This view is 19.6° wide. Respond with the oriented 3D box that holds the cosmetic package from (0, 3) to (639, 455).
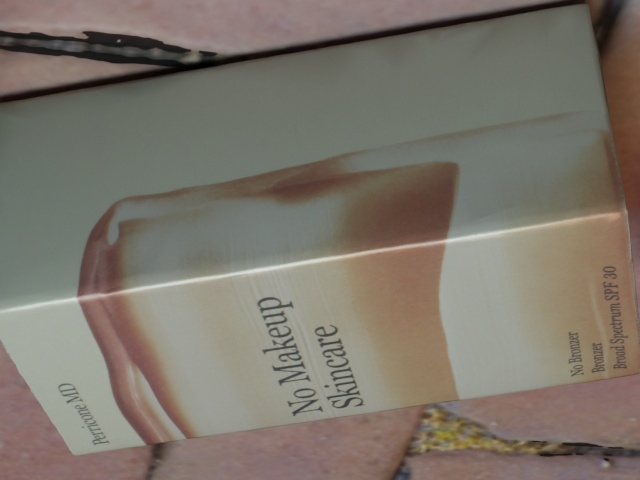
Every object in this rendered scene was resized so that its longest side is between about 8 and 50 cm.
[{"bbox_3d":[0.000,0.000,0.907,0.296,0.129,0.153,-9,145,9],"label":"cosmetic package"}]
